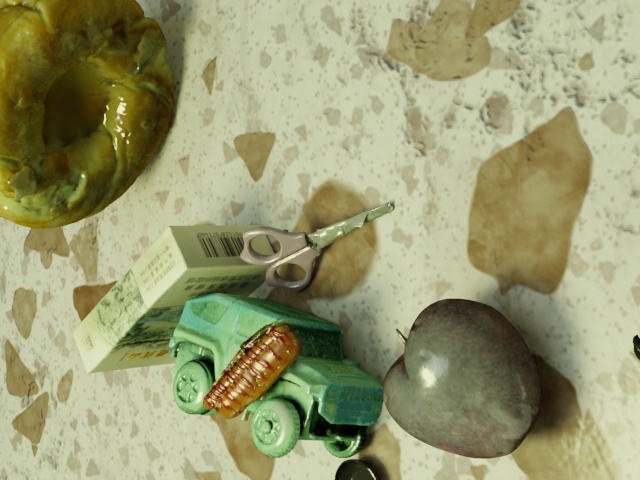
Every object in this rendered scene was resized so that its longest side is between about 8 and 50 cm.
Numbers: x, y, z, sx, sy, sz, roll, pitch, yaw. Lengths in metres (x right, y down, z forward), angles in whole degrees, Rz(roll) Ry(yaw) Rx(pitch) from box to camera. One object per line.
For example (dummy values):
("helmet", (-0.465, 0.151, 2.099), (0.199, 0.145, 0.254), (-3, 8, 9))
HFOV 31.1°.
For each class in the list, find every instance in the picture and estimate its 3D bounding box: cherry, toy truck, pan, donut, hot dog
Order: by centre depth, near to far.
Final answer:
("cherry", (0.153, 0.145, 1.219), (0.176, 0.140, 0.176), (9, 111, 24))
("hot dog", (-0.080, 0.148, 1.311), (0.144, 0.038, 0.062), (-45, 51, 18))
("pan", (0.062, 0.312, 1.381), (0.115, 0.023, 0.068), (50, 124, 28))
("toy truck", (-0.058, 0.163, 1.412), (0.278, 0.155, 0.156), (17, 93, 43))
("donut", (-0.362, -0.184, 1.570), (0.170, 0.360, 0.360), (28, 109, 33))

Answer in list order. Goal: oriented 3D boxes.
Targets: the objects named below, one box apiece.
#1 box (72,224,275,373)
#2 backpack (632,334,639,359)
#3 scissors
("box", (-0.195, 0.079, 1.531), (0.256, 0.164, 0.069), (-44, 62, 35))
("backpack", (0.379, 0.145, 0.997), (0.207, 0.140, 0.254), (0, 91, 45))
("scissors", (0.000, 0.000, 1.417), (0.212, 0.110, 0.021), (-24, 32, 30))
